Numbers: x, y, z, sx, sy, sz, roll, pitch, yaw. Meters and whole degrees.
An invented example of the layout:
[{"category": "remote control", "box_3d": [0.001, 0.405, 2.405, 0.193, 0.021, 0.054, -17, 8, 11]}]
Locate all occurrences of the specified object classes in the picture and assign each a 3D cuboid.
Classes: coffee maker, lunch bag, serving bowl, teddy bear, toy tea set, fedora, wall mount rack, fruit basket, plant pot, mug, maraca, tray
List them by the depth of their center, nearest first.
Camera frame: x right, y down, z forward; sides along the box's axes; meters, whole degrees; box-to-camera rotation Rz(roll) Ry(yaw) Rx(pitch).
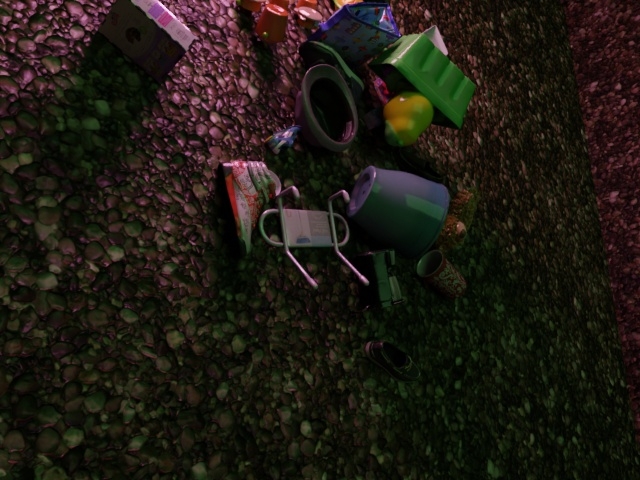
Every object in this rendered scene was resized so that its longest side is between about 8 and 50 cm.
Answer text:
[{"category": "serving bowl", "box_3d": [-0.156, -0.162, 1.588, 0.083, 0.027, 0.083, 17, 63, -37]}, {"category": "wall mount rack", "box_3d": [0.000, 0.000, 1.594, 0.350, 0.130, 0.304, 0, 75, -41]}, {"category": "coffee maker", "box_3d": [0.169, 0.121, 1.690, 0.171, 0.120, 0.178, -11, 88, -46]}, {"category": "fedora", "box_3d": [0.001, -0.411, 1.758, 0.243, 0.124, 0.275, -40, 110, -41]}, {"category": "plant pot", "box_3d": [0.231, -0.108, 1.768, 0.255, 0.271, 0.272, 23, 59, -17]}, {"category": "toy tea set", "box_3d": [-0.119, -0.730, 1.813, 0.336, 0.124, 0.200, -17, 56, -41]}, {"category": "lunch bag", "box_3d": [0.094, -0.712, 1.882, 0.293, 0.221, 0.138, -17, 85, -47]}, {"category": "fruit basket", "box_3d": [0.328, -0.497, 1.953, 0.392, 0.283, 0.392, -5, 108, -16]}, {"category": "mug", "box_3d": [0.444, 0.113, 1.960, 0.169, 0.113, 0.150, 40, 53, -27]}, {"category": "teddy bear", "box_3d": [0.527, -0.076, 2.048, 0.113, 0.245, 0.338, 30, 21, 19]}, {"category": "maraca", "box_3d": [0.102, -0.885, 2.058, 0.127, 0.099, 0.186, -20, 61, -46]}, {"category": "tray", "box_3d": [0.477, -0.848, 2.409, 0.270, 0.030, 0.145, -45, 111, -42]}]

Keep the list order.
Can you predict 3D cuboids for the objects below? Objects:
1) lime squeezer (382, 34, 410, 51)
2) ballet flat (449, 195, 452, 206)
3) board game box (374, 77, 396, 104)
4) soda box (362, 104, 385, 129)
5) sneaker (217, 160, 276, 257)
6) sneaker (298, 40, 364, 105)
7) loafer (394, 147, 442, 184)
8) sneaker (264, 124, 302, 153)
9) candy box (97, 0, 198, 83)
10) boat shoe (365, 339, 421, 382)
[{"category": "lime squeezer", "box_3d": [0.320, -0.785, 2.251, 0.110, 0.059, 0.310, 39, 44, 19]}, {"category": "ballet flat", "box_3d": [0.427, -0.133, 2.040, 0.316, 0.106, 0.108, -26, 91, -44]}, {"category": "board game box", "box_3d": [0.283, -0.596, 2.145, 0.133, 0.033, 0.169, 53, 48, -12]}, {"category": "soda box", "box_3d": [0.237, -0.469, 2.033, 0.183, 0.063, 0.058, -32, 95, -44]}, {"category": "sneaker", "box_3d": [-0.182, -0.092, 1.474, 0.145, 0.090, 0.270, -7, 75, -24]}, {"category": "sneaker", "box_3d": [0.034, -0.557, 1.864, 0.283, 0.107, 0.124, 33, 60, -28]}, {"category": "loafer", "box_3d": [0.373, -0.281, 2.040, 0.220, 0.078, 0.080, 42, 47, 5]}, {"category": "sneaker", "box_3d": [-0.106, -0.311, 1.677, 0.144, 0.053, 0.059, -35, 97, -35]}, {"category": "candy box", "box_3d": [-0.439, -0.524, 1.384, 0.196, 0.164, 0.070, 40, 51, -23]}, {"category": "boat shoe", "box_3d": [0.241, 0.380, 1.700, 0.227, 0.068, 0.081, 35, 54, -27]}]
